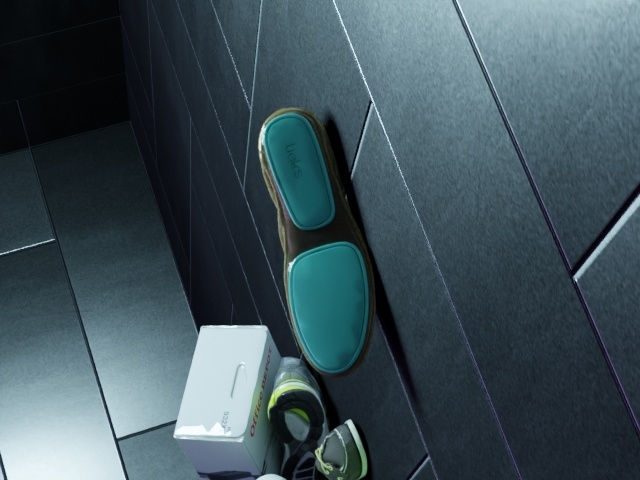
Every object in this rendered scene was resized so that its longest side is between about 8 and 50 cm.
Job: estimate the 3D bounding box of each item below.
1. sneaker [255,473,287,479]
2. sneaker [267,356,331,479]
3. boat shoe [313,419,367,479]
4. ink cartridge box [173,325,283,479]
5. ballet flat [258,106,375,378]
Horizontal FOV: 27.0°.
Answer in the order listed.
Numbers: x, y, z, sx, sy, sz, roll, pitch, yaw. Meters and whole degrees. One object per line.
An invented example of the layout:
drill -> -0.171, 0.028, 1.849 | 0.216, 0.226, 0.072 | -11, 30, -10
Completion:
sneaker -> -0.083, 0.423, 2.035 | 0.169, 0.108, 0.292 | -121, 17, -48
sneaker -> -0.023, 0.320, 2.269 | 0.121, 0.111, 0.300 | -90, -4, -49
boat shoe -> 0.027, 0.349, 2.095 | 0.227, 0.069, 0.081 | 95, 156, -61
ink cartridge box -> -0.130, 0.320, 2.312 | 0.307, 0.129, 0.223 | 70, -155, -51
ballet flat -> 0.000, 0.000, 1.684 | 0.124, 0.116, 0.342 | -5, -101, -81
